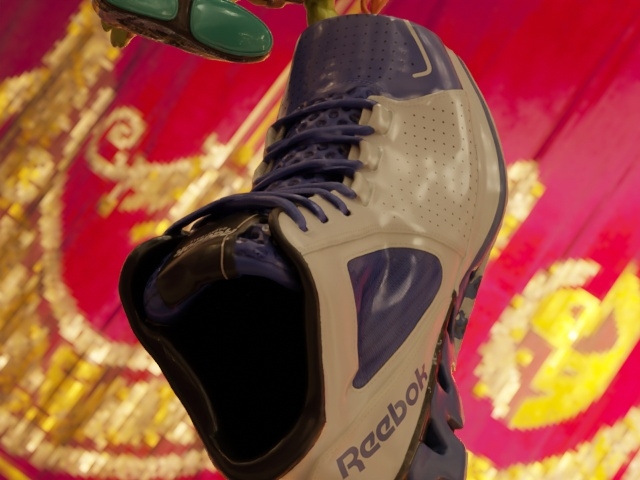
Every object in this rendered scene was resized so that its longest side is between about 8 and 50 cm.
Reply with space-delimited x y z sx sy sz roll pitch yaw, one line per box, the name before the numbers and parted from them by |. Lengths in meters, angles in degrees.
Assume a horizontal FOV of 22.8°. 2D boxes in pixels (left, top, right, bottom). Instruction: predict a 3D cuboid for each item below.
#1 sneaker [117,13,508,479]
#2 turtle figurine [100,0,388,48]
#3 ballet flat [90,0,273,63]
sneaker | 0.000 0.001 0.806 0.127 0.315 0.182 -11 -30 29
turtle figurine | -0.035 -0.171 1.038 0.217 0.270 0.087 -5 -11 -29
ballet flat | -0.085 -0.132 0.949 0.114 0.041 0.041 18 -8 -20
